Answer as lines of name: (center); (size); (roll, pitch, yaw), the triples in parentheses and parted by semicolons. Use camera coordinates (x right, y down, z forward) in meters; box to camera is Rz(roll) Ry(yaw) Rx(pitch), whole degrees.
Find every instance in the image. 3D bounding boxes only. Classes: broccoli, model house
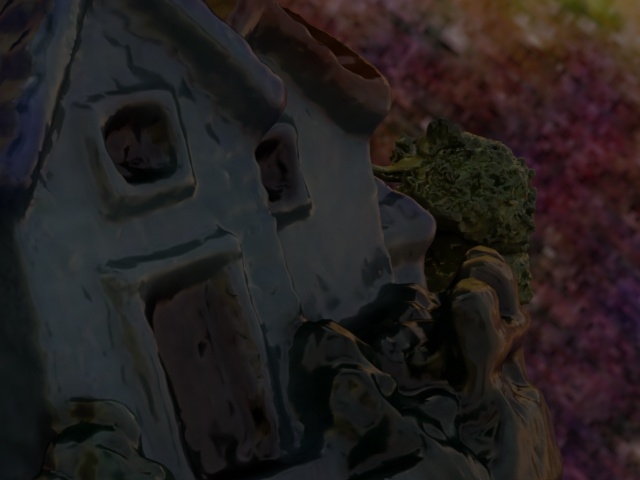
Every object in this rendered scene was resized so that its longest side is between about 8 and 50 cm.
broccoli: (0.026, 0.021, 1.268); (0.186, 0.254, 0.302); (-79, 154, -46)
model house: (-0.071, -0.025, 0.744); (0.295, 0.251, 0.329); (-14, 87, -45)
